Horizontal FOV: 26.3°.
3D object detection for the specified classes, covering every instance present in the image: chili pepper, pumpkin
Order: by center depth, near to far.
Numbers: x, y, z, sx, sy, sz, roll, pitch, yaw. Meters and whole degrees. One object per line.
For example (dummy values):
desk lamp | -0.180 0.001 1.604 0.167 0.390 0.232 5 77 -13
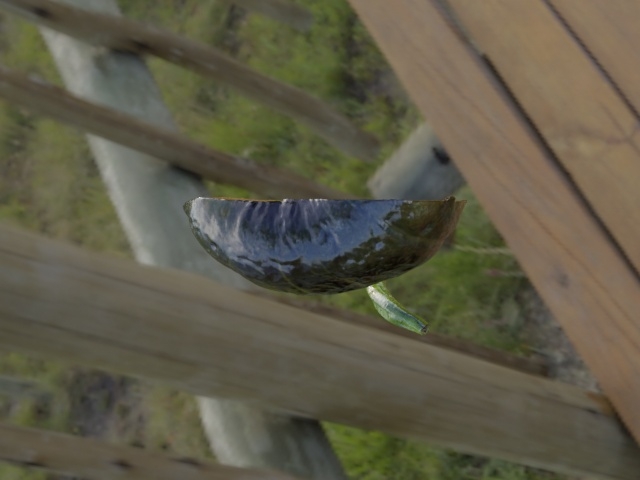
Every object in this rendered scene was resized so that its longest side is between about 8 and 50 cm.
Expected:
pumpkin | 0.001 0.001 0.377 0.083 0.050 0.028 -5 84 34
chili pepper | 0.044 0.031 0.842 0.083 0.030 0.017 -107 7 -55
